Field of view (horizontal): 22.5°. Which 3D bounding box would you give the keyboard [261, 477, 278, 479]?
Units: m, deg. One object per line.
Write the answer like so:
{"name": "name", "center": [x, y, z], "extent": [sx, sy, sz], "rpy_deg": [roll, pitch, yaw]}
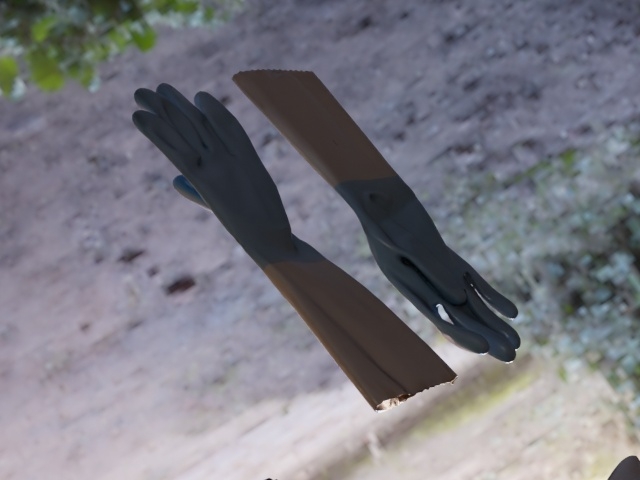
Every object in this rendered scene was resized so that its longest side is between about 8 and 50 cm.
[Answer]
{"name": "keyboard", "center": [-0.095, 0.247, 1.163], "extent": [0.180, 0.023, 0.108], "rpy_deg": [-48, -178, -19]}

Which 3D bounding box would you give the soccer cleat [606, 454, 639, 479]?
{"name": "soccer cleat", "center": [0.136, 0.111, 0.582], "extent": [0.029, 0.083, 0.035], "rpy_deg": [-49, -175, 34]}

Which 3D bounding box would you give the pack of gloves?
{"name": "pack of gloves", "center": [0.000, 0.000, 0.888], "extent": [0.046, 0.232, 0.195], "rpy_deg": [-50, 159, 26]}
